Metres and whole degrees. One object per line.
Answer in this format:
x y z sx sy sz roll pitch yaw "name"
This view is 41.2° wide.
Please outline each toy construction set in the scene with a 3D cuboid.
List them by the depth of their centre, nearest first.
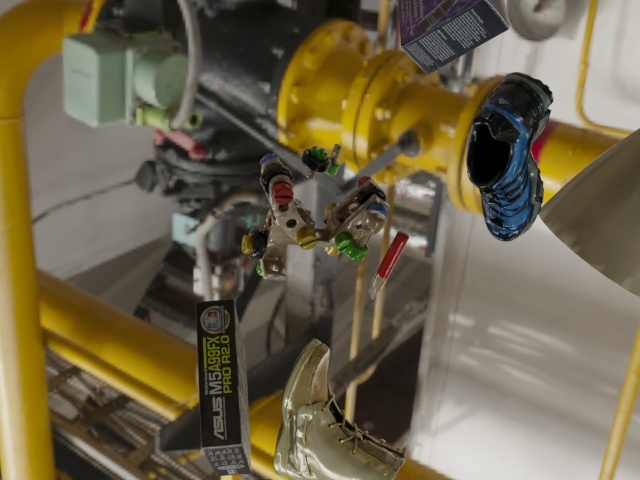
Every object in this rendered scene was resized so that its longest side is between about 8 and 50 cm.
0.000 0.000 1.571 0.257 0.237 0.309 -7 -139 -45 "toy construction set"

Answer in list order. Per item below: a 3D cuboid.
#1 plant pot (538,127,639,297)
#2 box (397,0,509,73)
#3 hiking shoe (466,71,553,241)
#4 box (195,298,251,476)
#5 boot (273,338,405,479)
0.570 -0.079 1.491 0.256 0.274 0.256 32 -160 -13 "plant pot"
0.276 -0.474 1.787 0.207 0.108 0.153 -27 -134 31 "box"
0.264 -0.106 1.291 0.113 0.304 0.132 31 -125 35 "hiking shoe"
-0.147 0.234 1.313 0.060 0.270 0.216 -4 -113 -3 "box"
0.039 0.293 1.319 0.203 0.262 0.095 20 -154 21 "boot"
